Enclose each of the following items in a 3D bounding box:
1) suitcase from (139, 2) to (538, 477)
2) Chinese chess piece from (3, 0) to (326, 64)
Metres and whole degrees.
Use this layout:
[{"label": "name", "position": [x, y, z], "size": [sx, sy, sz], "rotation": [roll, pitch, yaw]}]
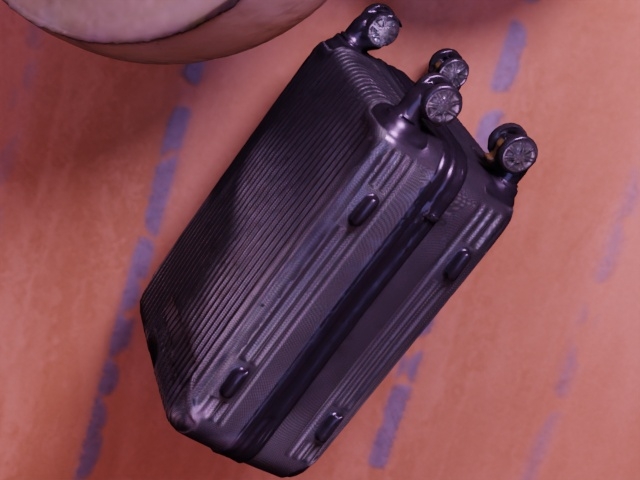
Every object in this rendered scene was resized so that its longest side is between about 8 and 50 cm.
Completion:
[{"label": "suitcase", "position": [0.000, 0.000, 1.030], "size": [0.128, 0.202, 0.312], "rotation": [28, 108, -27]}, {"label": "Chinese chess piece", "position": [-0.105, -0.282, 0.935], "size": [0.338, 0.140, 0.338], "rotation": [6, 104, 25]}]
